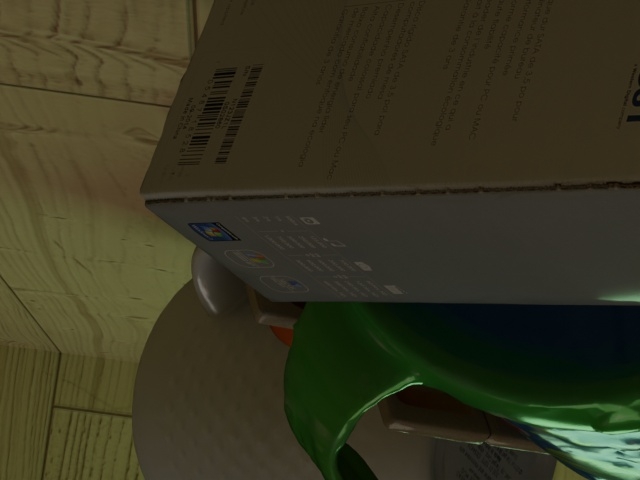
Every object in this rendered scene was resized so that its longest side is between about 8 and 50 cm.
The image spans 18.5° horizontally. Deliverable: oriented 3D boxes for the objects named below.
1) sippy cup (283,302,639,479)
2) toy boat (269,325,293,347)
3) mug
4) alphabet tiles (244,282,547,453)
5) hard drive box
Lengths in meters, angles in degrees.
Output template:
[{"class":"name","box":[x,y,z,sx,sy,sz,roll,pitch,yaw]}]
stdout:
[{"class":"sippy cup","box":[0.142,0.005,0.867,0.305,0.240,0.224,-6,152,18]},{"class":"toy boat","box":[0.000,0.000,1.330,0.151,0.151,0.231,11,170,-24]},{"class":"mug","box":[0.017,0.126,1.741,0.328,0.276,0.374,7,134,47]},{"class":"alphabet tiles","box":[0.100,0.007,1.078,0.342,0.285,0.011,11,130,-27]},{"class":"hard drive box","box":[0.070,-0.073,0.710,0.232,0.181,0.089,0,152,41]}]
